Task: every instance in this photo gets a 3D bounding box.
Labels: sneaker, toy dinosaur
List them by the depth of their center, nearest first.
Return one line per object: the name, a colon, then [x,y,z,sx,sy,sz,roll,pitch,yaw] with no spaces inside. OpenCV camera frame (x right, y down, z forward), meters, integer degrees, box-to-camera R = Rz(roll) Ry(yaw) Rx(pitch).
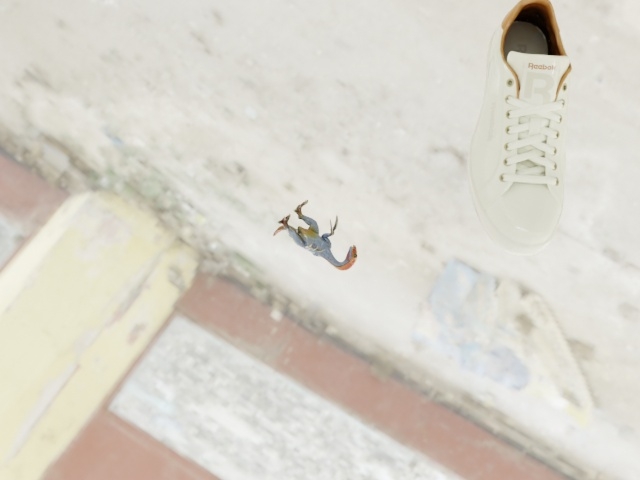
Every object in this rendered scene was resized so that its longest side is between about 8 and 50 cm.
toy dinosaur: [0.000,0.000,1.164,0.082,0.047,0.090,51,162,5]
sneaker: [0.219,-0.132,1.277,0.106,0.290,0.123,2,161,-3]
